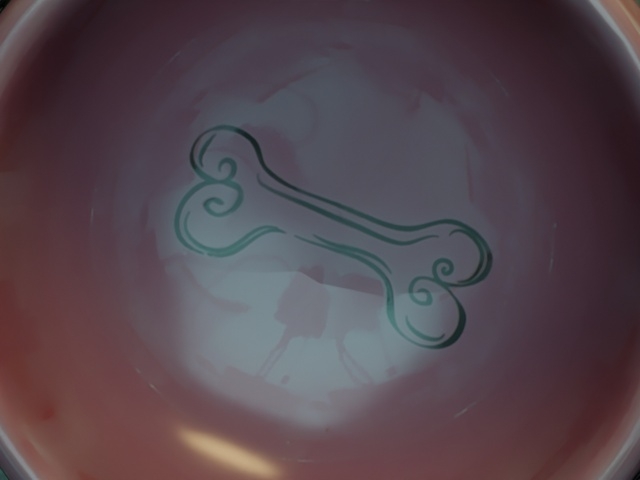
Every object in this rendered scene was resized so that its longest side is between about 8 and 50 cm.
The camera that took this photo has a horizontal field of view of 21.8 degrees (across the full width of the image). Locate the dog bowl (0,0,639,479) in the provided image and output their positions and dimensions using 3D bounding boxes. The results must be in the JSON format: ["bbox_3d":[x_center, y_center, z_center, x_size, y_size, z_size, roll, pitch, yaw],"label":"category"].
[{"bbox_3d":[0.000,0.000,0.783,0.408,0.150,0.408,0,95,2],"label":"dog bowl"}]
